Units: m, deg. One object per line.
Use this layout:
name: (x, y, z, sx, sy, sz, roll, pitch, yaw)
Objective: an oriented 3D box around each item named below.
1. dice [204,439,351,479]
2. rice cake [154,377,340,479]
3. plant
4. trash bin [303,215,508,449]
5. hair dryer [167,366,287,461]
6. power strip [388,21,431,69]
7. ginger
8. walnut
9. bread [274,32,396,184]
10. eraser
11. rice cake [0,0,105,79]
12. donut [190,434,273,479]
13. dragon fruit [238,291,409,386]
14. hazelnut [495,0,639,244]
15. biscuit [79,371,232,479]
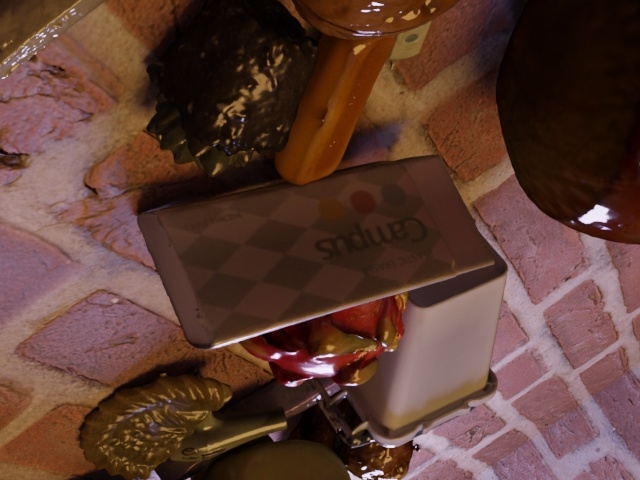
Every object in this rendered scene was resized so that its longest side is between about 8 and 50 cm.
dice: (-0.076, 0.503, 1.838, 0.233, 0.227, 0.238, 0, 149, -25)
rice cake: (-0.121, 0.322, 1.847, 0.399, 0.070, 0.064, -30, 156, -4)
plant: (-0.094, -0.149, 1.032, 0.129, 0.132, 0.194, 2, 132, -45)
trash bin: (0.140, 0.139, 1.656, 0.296, 0.256, 0.368, -20, 144, -21)
hair dryer: (-0.151, 0.292, 1.740, 0.219, 0.088, 0.225, 3, 132, -27)
power strip: (0.108, -0.267, 1.165, 0.047, 0.030, 0.191, -17, 148, -27)
ginger: (0.050, 0.414, 2.012, 0.176, 0.254, 0.418, -19, 156, -36)
walnut: (0.061, -0.274, 0.963, 0.207, 0.167, 0.167, -26, 152, -9)
bread: (0.012, -0.168, 1.177, 0.092, 0.074, 0.239, -21, 151, -37)
eraser: (-0.001, 0.000, 1.257, 0.396, 0.213, 0.082, -15, 157, -27)
rice cake: (-0.202, -0.229, 0.873, 0.256, 0.052, 0.057, -36, 124, 6)
donut: (-0.175, 0.409, 1.942, 0.178, 0.065, 0.162, -24, 148, -15)
dragon fruit: (-0.029, 0.078, 1.394, 0.227, 0.307, 0.243, -54, 180, 19)
hazelnut: (0.424, -0.187, 1.265, 0.421, 0.353, 0.421, 0, 115, 0)
biscuit: (-0.284, 0.297, 1.625, 0.187, 0.036, 0.273, 20, 126, -36)
